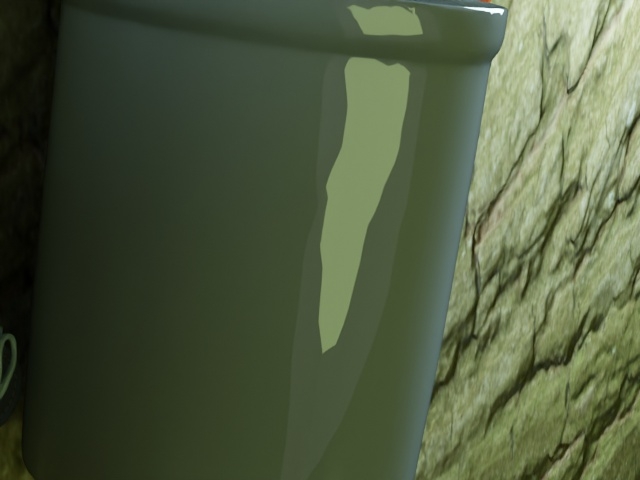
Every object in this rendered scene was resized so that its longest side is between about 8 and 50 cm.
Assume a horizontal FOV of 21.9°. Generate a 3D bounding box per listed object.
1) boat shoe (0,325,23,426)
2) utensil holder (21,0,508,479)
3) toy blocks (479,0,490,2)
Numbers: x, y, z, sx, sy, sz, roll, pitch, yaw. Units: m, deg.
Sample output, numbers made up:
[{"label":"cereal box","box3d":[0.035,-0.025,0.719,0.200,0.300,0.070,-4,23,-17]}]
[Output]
[{"label":"boat shoe","box3d":[-0.276,0.092,1.104,0.320,0.103,0.118,46,62,-69]},{"label":"utensil holder","box3d":[-0.053,-0.008,1.236,0.328,0.328,0.385,-9,111,-56]},{"label":"toy blocks","box3d":[0.153,-0.262,1.704,0.123,0.054,0.148,47,63,-53]}]
